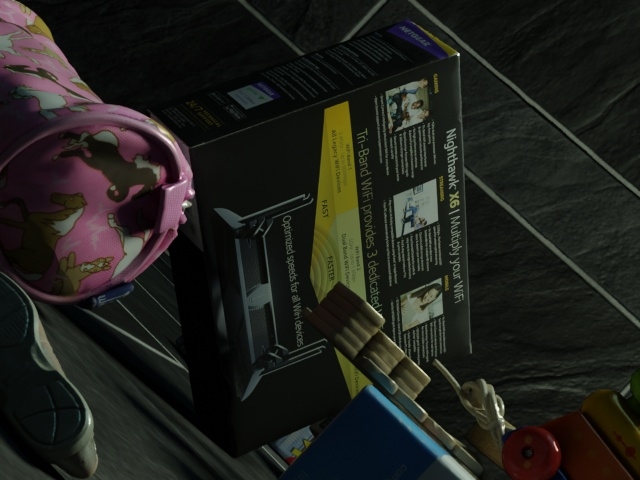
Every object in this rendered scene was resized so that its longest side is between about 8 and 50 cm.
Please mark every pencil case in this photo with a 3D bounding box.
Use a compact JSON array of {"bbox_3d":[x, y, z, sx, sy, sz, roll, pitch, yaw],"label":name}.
[{"bbox_3d":[-0.237,-0.087,1.329,0.167,0.160,0.386,56,-9,-33],"label":"pencil case"}]

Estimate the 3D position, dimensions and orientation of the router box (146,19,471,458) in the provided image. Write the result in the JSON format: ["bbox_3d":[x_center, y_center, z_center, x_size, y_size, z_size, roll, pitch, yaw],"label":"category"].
[{"bbox_3d":[0.000,0.000,1.393,0.081,0.243,0.309,42,-35,48],"label":"router box"}]

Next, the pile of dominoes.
[{"bbox_3d":[0.095,0.132,1.267,0.251,0.040,0.196,44,-3,-21],"label":"pile of dominoes"}]

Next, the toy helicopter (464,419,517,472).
[{"bbox_3d":[0.250,0.249,1.357,0.355,0.140,0.235,36,-1,30],"label":"toy helicopter"}]

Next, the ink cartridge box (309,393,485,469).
[{"bbox_3d":[0.111,0.265,1.585,0.193,0.088,0.235,35,-21,56],"label":"ink cartridge box"}]

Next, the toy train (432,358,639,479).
[{"bbox_3d":[0.200,0.131,1.210,0.248,0.143,0.105,54,5,31],"label":"toy train"}]

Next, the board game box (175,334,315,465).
[{"bbox_3d":[-0.049,0.179,1.812,0.194,0.060,0.194,45,-3,-26],"label":"board game box"}]

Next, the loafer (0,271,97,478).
[{"bbox_3d":[-0.143,0.066,0.810,0.125,0.045,0.039,51,-14,37],"label":"loafer"}]

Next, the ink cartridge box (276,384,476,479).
[{"bbox_3d":[0.112,0.259,1.185,0.307,0.129,0.223,43,-3,13],"label":"ink cartridge box"}]
